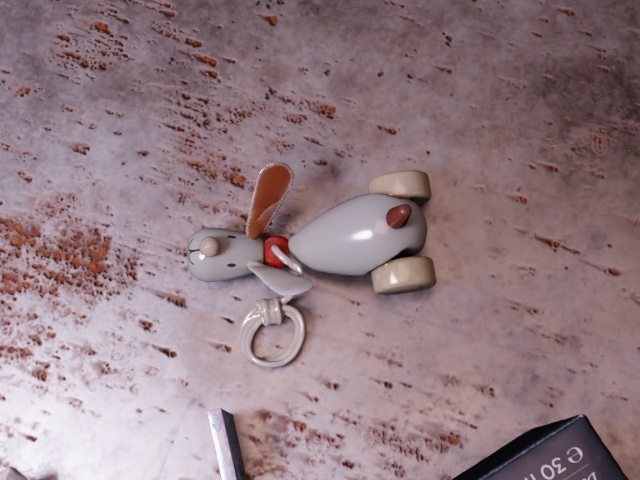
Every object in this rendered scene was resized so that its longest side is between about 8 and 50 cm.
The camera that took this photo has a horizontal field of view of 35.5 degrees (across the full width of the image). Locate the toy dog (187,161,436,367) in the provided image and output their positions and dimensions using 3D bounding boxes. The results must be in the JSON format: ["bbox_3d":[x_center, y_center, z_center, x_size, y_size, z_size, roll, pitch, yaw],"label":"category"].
[{"bbox_3d":[0.000,0.000,1.257,0.334,0.161,0.220,-27,75,-4],"label":"toy dog"}]

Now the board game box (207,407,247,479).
[{"bbox_3d":[-0.115,0.256,1.232,0.020,0.090,0.090,-14,74,0],"label":"board game box"}]

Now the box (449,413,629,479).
[{"bbox_3d":[0.190,0.511,1.047,0.480,0.297,0.471,-32,78,-5],"label":"box"}]

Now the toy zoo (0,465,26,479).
[{"bbox_3d":[-0.431,0.380,1.144,0.192,0.293,0.030,-41,110,13],"label":"toy zoo"}]
